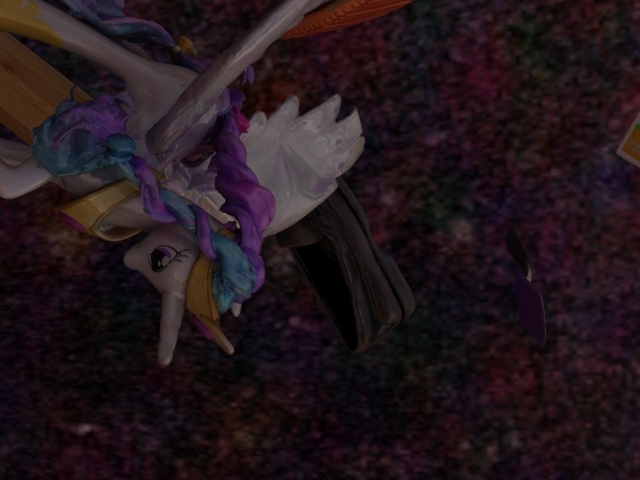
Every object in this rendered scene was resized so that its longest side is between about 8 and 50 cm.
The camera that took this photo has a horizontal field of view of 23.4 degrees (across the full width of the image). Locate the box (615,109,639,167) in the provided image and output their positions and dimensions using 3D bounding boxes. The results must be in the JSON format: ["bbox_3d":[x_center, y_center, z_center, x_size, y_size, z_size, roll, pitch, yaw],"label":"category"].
[{"bbox_3d":[0.507,-0.172,2.068,0.103,0.114,0.203,5,118,-55],"label":"box"}]

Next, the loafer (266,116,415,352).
[{"bbox_3d":[0.000,0.000,1.756,0.095,0.109,0.302,-47,116,-24],"label":"loafer"}]

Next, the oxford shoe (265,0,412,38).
[{"bbox_3d":[0.059,-0.325,1.713,0.130,0.364,0.132,-21,89,-47],"label":"oxford shoe"}]

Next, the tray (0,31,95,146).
[{"bbox_3d":[-0.350,-0.189,1.584,0.411,0.203,0.076,37,90,11],"label":"tray"}]

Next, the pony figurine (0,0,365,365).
[{"bbox_3d":[-0.126,-0.097,1.290,0.351,0.363,0.302,-47,156,-25],"label":"pony figurine"}]

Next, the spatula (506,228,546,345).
[{"bbox_3d":[0.270,0.049,2.048,0.296,0.030,0.084,-84,166,-68],"label":"spatula"}]
